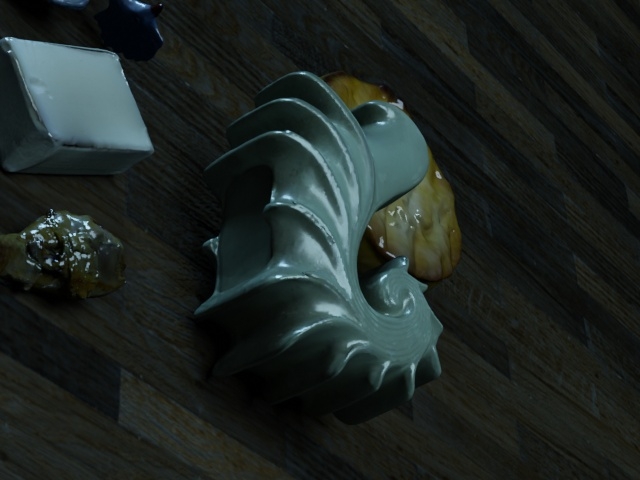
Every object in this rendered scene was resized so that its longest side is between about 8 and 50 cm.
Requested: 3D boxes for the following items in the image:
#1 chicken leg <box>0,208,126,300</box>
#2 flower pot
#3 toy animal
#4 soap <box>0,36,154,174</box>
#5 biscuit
[{"bbox_3d":[-0.256,0.014,1.592,0.198,0.069,0.085,-2,91,-53],"label":"chicken leg"},{"bbox_3d":[0.000,0.000,1.875,0.254,0.164,0.367,21,57,-36],"label":"flower pot"},{"bbox_3d":[-0.264,-0.301,1.842,0.255,0.176,0.239,27,26,5],"label":"toy animal"},{"bbox_3d":[-0.249,-0.128,1.720,0.183,0.064,0.121,-1,66,-61],"label":"soap"},{"bbox_3d":[0.058,-0.065,2.155,0.296,0.102,0.296,39,34,-33],"label":"biscuit"}]
